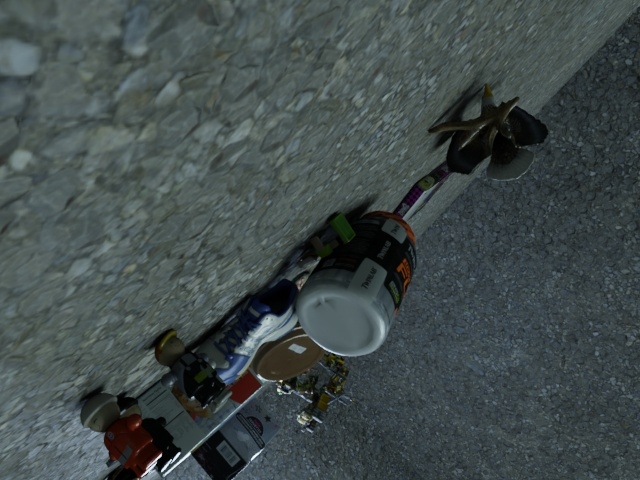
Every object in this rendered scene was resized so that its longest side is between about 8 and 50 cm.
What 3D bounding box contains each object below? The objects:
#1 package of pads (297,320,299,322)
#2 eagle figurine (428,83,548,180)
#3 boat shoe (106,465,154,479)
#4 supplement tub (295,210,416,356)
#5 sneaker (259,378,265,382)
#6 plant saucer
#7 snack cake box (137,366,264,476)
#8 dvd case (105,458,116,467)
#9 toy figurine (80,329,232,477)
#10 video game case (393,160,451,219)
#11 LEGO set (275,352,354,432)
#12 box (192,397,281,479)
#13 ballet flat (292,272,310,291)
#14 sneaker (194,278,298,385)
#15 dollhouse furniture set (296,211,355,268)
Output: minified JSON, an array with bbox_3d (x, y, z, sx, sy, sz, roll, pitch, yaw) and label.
[{"bbox_3d":[-0.090,0.323,1.735,0.229,0.101,0.296,-49,167,20],"label":"package of pads"},{"bbox_3d":[0.405,-0.252,1.176,0.225,0.226,0.298,-66,160,6],"label":"eagle figurine"},{"bbox_3d":[-0.553,0.691,1.527,0.073,0.073,0.207,-49,168,35],"label":"boat shoe"},{"bbox_3d":[0.098,0.082,1.147,0.207,0.207,0.338,-54,180,41],"label":"supplement tub"},{"bbox_3d":[-0.247,0.471,1.750,0.256,0.094,0.151,-44,165,-9],"label":"sneaker"},{"bbox_3d":[-0.093,0.355,1.570,0.277,0.041,0.278,-17,138,-16],"label":"plant saucer"},{"bbox_3d":[-0.268,0.342,1.057,0.264,0.152,0.089,-37,167,-29],"label":"snack cake box"},{"bbox_3d":[-0.459,0.517,1.367,0.164,0.018,0.221,-47,168,16],"label":"dvd case"},{"bbox_3d":[-0.268,0.270,0.846,0.209,0.148,0.213,-47,168,-16],"label":"toy figurine"},{"bbox_3d":[0.329,-0.145,1.651,0.210,0.042,0.232,-35,166,-36],"label":"video game case"},{"bbox_3d":[-0.043,0.566,1.880,0.331,0.255,0.192,-47,-173,37],"label":"LEGO set"},{"bbox_3d":[-0.244,0.431,1.215,0.163,0.247,0.142,-51,168,34],"label":"box"},{"bbox_3d":[-0.034,0.147,1.360,0.091,0.077,0.241,-41,168,-9],"label":"ballet flat"},{"bbox_3d":[-0.158,0.179,1.039,0.296,0.111,0.131,-39,153,-40],"label":"sneaker"},{"bbox_3d":[0.000,0.000,1.081,0.151,0.059,0.076,-28,-170,44],"label":"dollhouse furniture set"}]
